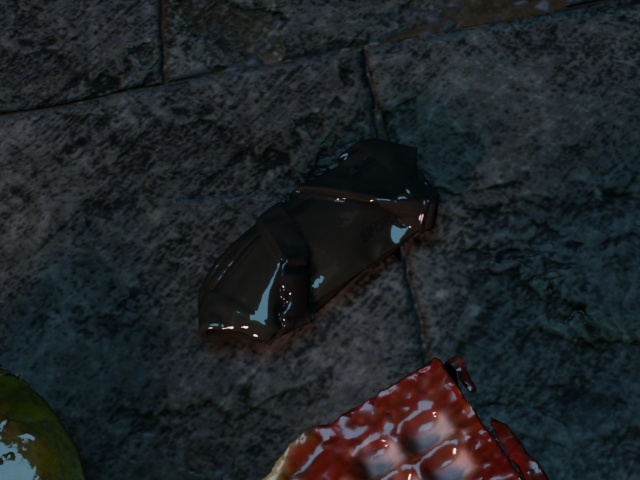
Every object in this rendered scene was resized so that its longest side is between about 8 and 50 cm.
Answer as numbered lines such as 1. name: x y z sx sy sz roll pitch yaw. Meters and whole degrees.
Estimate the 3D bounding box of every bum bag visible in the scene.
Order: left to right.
1. bum bag: 0.000 0.000 1.339 0.326 0.080 0.142 -41 52 -19

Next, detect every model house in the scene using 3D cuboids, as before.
1. model house: 0.051 0.244 1.064 0.254 0.196 0.160 -25 51 -7

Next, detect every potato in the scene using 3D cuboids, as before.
1. potato: -0.305 0.217 1.206 0.149 0.113 0.251 -31 53 -6
